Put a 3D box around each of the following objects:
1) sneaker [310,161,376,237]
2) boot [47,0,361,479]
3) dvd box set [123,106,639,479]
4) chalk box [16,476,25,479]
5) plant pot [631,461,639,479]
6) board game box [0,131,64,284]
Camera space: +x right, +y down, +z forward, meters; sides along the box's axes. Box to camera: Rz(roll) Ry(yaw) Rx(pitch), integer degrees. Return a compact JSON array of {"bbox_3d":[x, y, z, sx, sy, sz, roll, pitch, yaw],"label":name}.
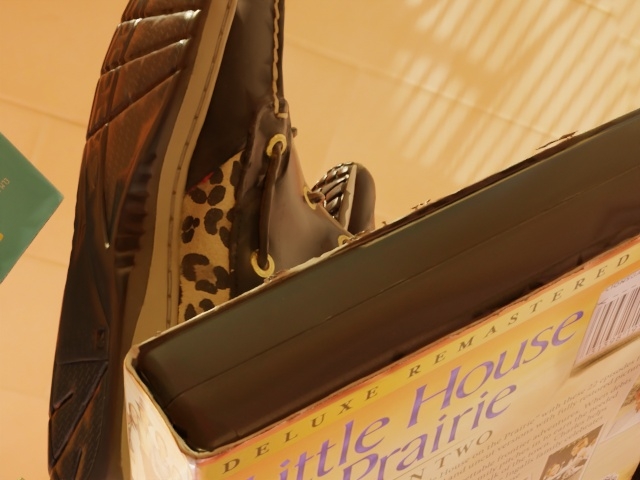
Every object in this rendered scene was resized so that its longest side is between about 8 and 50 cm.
[{"bbox_3d":[0.023,0.078,1.028,0.107,0.124,0.283,-27,-133,57],"label":"sneaker"},{"bbox_3d":[0.000,0.000,0.783,0.138,0.284,0.377,-10,-111,58],"label":"boot"},{"bbox_3d":[0.050,0.139,0.650,0.062,0.308,0.420,48,-30,31],"label":"dvd box set"},{"bbox_3d":[-0.343,0.384,1.323,0.213,0.132,0.132,-56,172,23],"label":"chalk box"},{"bbox_3d":[0.278,0.177,1.105,0.188,0.167,0.187,-45,132,-56],"label":"plant pot"},{"bbox_3d":[-0.350,0.091,0.860,0.254,0.079,0.336,-19,-148,44],"label":"board game box"}]
